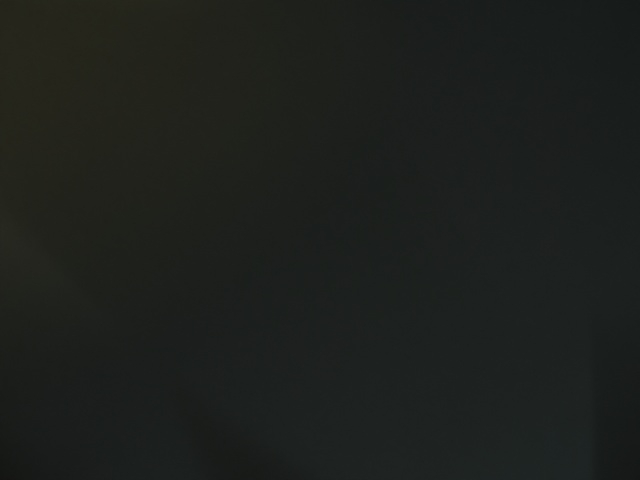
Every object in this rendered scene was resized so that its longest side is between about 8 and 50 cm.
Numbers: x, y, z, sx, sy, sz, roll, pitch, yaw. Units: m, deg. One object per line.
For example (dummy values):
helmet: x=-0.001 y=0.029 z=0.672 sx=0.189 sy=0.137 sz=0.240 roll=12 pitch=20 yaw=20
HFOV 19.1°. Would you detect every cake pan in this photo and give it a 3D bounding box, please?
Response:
cake pan: x=0.000 y=0.000 z=0.485 sx=0.293 sy=0.054 sz=0.293 roll=0 pitch=90 yaw=10

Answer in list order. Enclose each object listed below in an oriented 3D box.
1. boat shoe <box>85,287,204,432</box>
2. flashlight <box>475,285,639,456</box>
boat shoe: x=0.000 y=0.058 z=0.585 sx=0.178 sy=0.064 sz=0.060 roll=41 pitch=80 yaw=-30
flashlight: x=0.196 y=0.049 z=0.521 sx=0.304 sy=0.103 sz=0.103 roll=1 pitch=120 yaw=10
